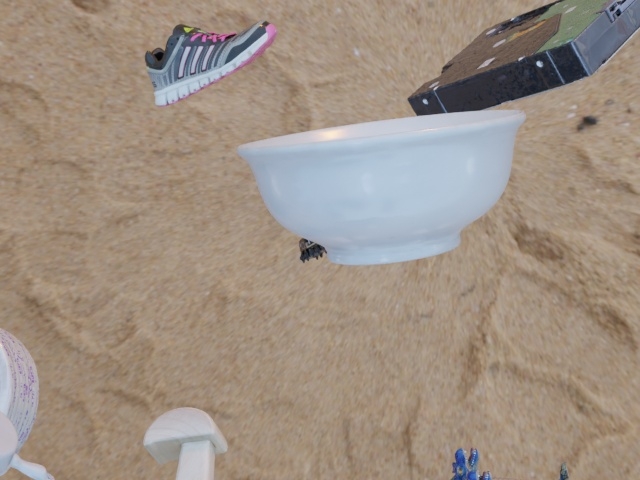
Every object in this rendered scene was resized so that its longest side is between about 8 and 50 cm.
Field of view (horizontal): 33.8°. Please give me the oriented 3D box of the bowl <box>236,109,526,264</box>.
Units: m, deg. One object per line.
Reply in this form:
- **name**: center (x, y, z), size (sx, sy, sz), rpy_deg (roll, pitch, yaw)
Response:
- **bowl**: center (0.068, -0.053, 1.095), size (0.297, 0.298, 0.134), rpy_deg (-6, 98, 8)

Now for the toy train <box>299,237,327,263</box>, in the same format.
- **toy train**: center (0.000, 0.000, 1.280), size (0.027, 0.158, 0.036), rpy_deg (-14, 86, -16)

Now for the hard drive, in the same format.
- **hard drive**: center (0.313, -0.279, 1.551), size (0.237, 0.339, 0.064), rpy_deg (-44, 108, -32)

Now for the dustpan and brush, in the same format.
- **dustpan and brush**: center (-0.456, 0.292, 1.486), size (0.211, 0.147, 0.060), rpy_deg (28, 110, -32)

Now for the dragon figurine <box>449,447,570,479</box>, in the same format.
- **dragon figurine**: center (0.243, 0.353, 1.289), size (0.144, 0.085, 0.289), rpy_deg (-11, 126, 10)

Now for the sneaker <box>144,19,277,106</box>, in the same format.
- **sneaker**: center (-0.127, -0.208, 1.150), size (0.170, 0.063, 0.075), rpy_deg (-22, 101, 30)

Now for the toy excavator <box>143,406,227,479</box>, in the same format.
- **toy excavator**: center (-0.298, 0.537, 1.701), size (0.445, 0.222, 0.433), rpy_deg (-29, 50, -7)

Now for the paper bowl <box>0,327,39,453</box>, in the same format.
- **paper bowl**: center (-0.612, 0.279, 1.808), size (0.284, 0.148, 0.284), rpy_deg (-7, 69, 18)
